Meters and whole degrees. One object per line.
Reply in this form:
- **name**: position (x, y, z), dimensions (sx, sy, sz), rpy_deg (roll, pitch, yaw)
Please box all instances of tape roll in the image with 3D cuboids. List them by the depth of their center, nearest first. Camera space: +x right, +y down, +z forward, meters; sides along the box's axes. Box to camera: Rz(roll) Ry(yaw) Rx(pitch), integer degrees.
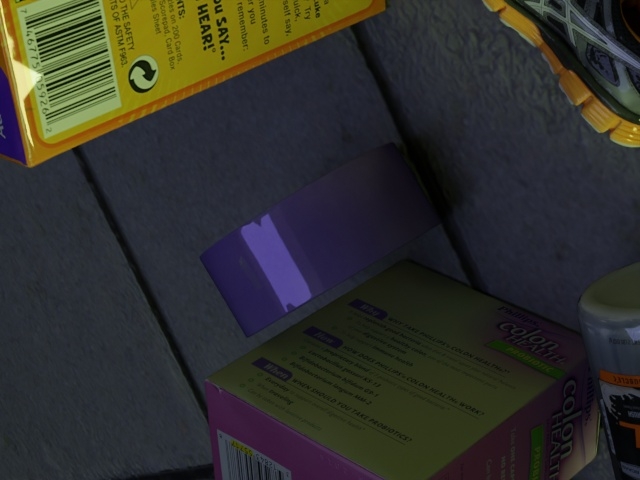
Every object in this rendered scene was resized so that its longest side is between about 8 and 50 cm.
- **tape roll**: position (0.000, 0.000, 1.132), dimensions (0.189, 0.189, 0.080), rpy_deg (-34, 86, 52)

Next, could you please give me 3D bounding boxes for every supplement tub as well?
- **supplement tub**: position (0.257, 0.116, 0.973), dimensions (0.117, 0.117, 0.190), rpy_deg (2, 115, 48)

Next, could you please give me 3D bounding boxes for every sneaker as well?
- **sneaker**: position (0.174, -0.166, 0.929), dimensions (0.215, 0.084, 0.083), rpy_deg (50, 128, 9)

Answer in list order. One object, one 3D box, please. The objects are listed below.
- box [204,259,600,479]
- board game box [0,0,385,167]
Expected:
- **box**: position (0.069, 0.144, 1.101), dimensions (0.214, 0.243, 0.117), rpy_deg (23, 129, 38)
- **board game box**: position (-0.211, -0.314, 1.034), dimensions (0.356, 0.356, 0.356), rpy_deg (19, 127, 42)
